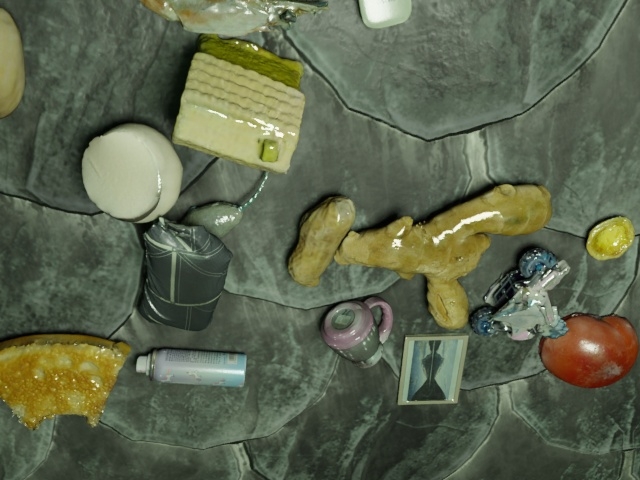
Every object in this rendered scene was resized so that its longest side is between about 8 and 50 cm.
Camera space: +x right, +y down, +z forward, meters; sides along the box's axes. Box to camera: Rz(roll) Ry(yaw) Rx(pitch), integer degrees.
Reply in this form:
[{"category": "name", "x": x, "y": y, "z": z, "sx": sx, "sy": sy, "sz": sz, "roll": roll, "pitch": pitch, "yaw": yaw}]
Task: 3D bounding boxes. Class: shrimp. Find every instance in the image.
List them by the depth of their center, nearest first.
[{"category": "shrimp", "x": -0.149, "y": -0.439, "z": 0.891, "sx": 0.360, "sy": 0.085, "sz": 0.246, "roll": 18, "pitch": 107, "yaw": -10}]

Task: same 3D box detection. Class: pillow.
[{"category": "pillow", "x": -0.262, "y": 0.072, "z": 1.095, "sx": 0.162, "sy": 0.092, "sz": 0.335, "roll": 7, "pitch": 141, "yaw": -16}]

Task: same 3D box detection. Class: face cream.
[{"category": "face cream", "x": -0.278, "y": 0.275, "z": 1.248, "sx": 0.229, "sy": 0.075, "sz": 0.075, "roll": 6, "pitch": 117, "yaw": -8}]

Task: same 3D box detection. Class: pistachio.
[{"category": "pistachio", "x": -0.528, "y": -0.280, "z": 0.914, "sx": 0.124, "sy": 0.124, "sz": 0.184, "roll": 17, "pitch": 108, "yaw": -14}]

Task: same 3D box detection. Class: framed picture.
[{"category": "framed picture", "x": 0.261, "y": 0.303, "z": 1.348, "sx": 0.150, "sy": 0.015, "sz": 0.203, "roll": 0, "pitch": 118, "yaw": -5}]

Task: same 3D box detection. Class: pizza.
[{"category": "pizza", "x": -0.554, "y": 0.292, "z": 1.223, "sx": 0.324, "sy": 0.089, "sz": 0.223, "roll": -3, "pitch": 112, "yaw": -2}]

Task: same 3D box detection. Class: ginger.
[{"category": "ginger", "x": 0.246, "y": 0.002, "z": 1.132, "sx": 0.348, "sy": 0.122, "sz": 0.363, "roll": 21, "pitch": 124, "yaw": -25}]

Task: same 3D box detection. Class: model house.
[{"category": "model house", "x": -0.128, "y": -0.211, "z": 0.917, "sx": 0.193, "sy": 0.234, "sz": 0.174, "roll": 17, "pitch": 114, "yaw": -15}]

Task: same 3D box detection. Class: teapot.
[{"category": "teapot", "x": 0.082, "y": 0.197, "z": 1.239, "sx": 0.116, "sy": 0.148, "sz": 0.146, "roll": 0, "pitch": 138, "yaw": 35}]

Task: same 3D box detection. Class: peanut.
[{"category": "peanut", "x": 0.000, "y": 0.000, "z": 1.123, "sx": 0.100, "sy": 0.099, "sz": 0.214, "roll": 14, "pitch": 120, "yaw": -13}]

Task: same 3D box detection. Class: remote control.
[{"category": "remote control", "x": 0.082, "y": -0.496, "z": 0.899, "sx": 0.090, "sy": 0.038, "sz": 0.309, "roll": -12, "pitch": 118, "yaw": 0}]

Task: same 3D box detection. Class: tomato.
[{"category": "tomato", "x": 0.627, "y": 0.274, "z": 1.318, "sx": 0.228, "sy": 0.112, "sz": 0.199, "roll": 1, "pitch": 119, "yaw": -3}]

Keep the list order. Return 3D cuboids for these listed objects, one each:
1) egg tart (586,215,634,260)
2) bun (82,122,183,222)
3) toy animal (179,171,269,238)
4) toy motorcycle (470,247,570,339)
[{"category": "egg tart", "x": 0.602, "y": -0.008, "z": 1.204, "sx": 0.105, "sy": 0.039, "sz": 0.105, "roll": -2, "pitch": 118, "yaw": -5}, {"category": "bun", "x": -0.316, "y": -0.119, "z": 1.012, "sx": 0.173, "sy": 0.120, "sz": 0.172, "roll": 4, "pitch": 104, "yaw": 17}, {"category": "toy animal", "x": -0.173, "y": -0.066, "z": 1.085, "sx": 0.253, "sy": 0.070, "sz": 0.079, "roll": -39, "pitch": 127, "yaw": 12}, {"category": "toy motorcycle", "x": 0.463, "y": 0.138, "z": 1.235, "sx": 0.204, "sy": 0.108, "sz": 0.239, "roll": 24, "pitch": 134, "yaw": -13}]
